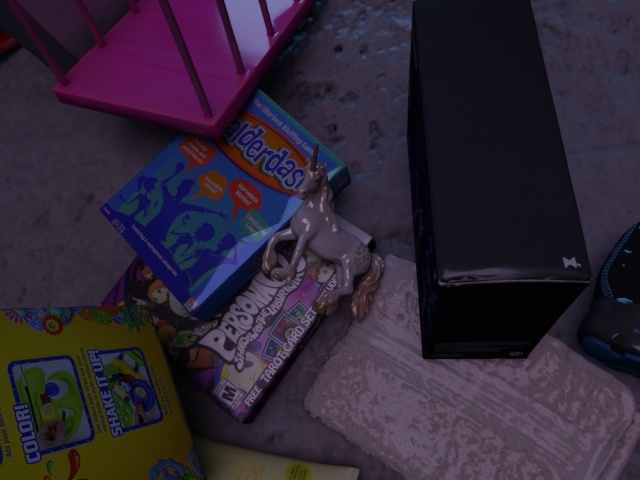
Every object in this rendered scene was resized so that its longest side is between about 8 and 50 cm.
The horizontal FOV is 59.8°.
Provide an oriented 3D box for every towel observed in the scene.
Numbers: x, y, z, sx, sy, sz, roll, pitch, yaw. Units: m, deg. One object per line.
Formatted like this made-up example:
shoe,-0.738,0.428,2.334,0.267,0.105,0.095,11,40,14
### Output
towel,0.139,0.155,0.527,0.282,0.049,0.187,29,82,16

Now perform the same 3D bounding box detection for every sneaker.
sneaker,0.407,0.085,0.458,0.341,0.125,0.140,20,78,13

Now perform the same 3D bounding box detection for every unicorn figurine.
unicorn figurine,0.000,0.000,0.524,0.111,0.162,0.060,-54,34,-9

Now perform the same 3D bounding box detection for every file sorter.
file sorter,-0.143,-0.285,0.566,0.202,0.182,0.291,16,58,19

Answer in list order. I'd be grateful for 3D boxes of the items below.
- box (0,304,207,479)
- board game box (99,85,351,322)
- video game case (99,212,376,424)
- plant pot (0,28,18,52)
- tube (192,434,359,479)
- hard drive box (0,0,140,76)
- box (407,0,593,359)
box,-0.304,0.193,0.431,0.290,0.279,0.177,-32,71,23
board game box,-0.098,-0.047,0.577,0.210,0.047,0.160,-45,71,-6
video game case,-0.090,0.038,0.601,0.210,0.042,0.232,34,84,18
plant pot,-0.471,-0.356,0.694,0.191,0.191,0.174,-45,71,-3
tube,-0.089,0.231,0.535,0.240,0.062,0.070,11,96,15
hard drive box,-0.286,-0.304,0.624,0.089,0.232,0.181,21,80,14
box,0.131,-0.049,0.480,0.103,0.184,0.261,-1,63,4
